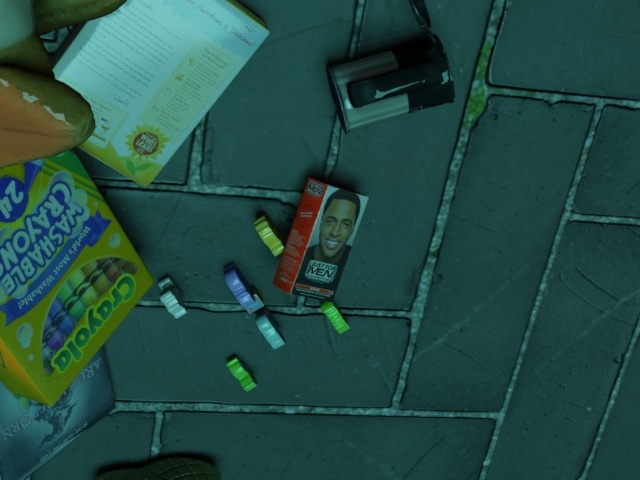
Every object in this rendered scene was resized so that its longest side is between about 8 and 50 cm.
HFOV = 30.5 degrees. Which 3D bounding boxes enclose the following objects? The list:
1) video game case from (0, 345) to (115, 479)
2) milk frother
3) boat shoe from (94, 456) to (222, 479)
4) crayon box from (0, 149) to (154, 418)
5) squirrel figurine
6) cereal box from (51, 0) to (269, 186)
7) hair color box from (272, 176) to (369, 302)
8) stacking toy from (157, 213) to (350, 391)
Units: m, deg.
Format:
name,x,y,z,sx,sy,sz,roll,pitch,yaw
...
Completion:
name,x,y,z,sx,sy,sz,roll,pitch,yaw
video game case,-0.345,0.147,1.426,0.196,0.026,0.274,-38,133,-42
milk frother,0.073,-0.214,1.352,0.134,0.129,0.143,-17,79,-3
boat shoe,-0.225,0.342,1.624,0.178,0.064,0.060,-6,151,-8
crayon box,-0.315,0.036,1.321,0.203,0.083,0.323,-54,137,-30
squirrel figurine,-0.347,-0.261,1.104,0.397,0.370,0.281,-18,128,33
cereal box,-0.196,-0.196,1.317,0.173,0.047,0.240,33,108,-26
hair color box,0.000,0.000,1.446,0.072,0.043,0.141,13,98,-40
stacking toy,-0.082,0.087,1.507,0.167,0.052,0.221,-32,122,7
